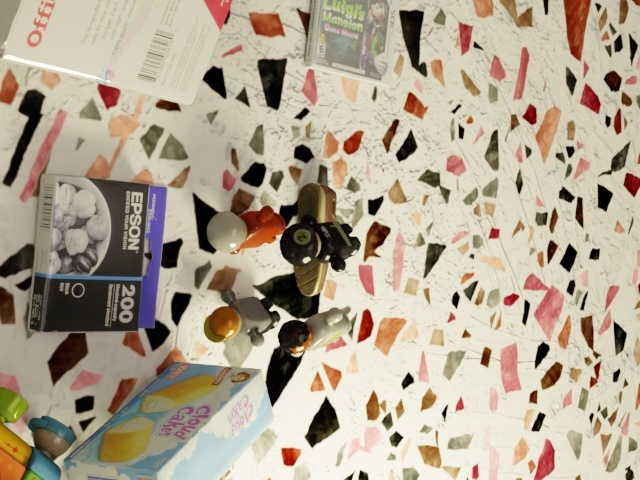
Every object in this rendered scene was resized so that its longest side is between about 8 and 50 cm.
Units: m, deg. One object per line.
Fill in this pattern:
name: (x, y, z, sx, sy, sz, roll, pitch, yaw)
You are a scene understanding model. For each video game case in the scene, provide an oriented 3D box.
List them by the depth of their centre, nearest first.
video game case: (0.056, -0.349, 1.772, 0.190, 0.022, 0.173, 5, 92, -45)

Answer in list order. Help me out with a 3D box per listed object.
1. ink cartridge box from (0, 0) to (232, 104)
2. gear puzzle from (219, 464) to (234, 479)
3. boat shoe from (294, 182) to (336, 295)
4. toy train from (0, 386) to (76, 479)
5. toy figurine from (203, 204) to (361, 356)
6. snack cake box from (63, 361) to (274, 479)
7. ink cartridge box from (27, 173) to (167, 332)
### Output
ink cartridge box: (-0.256, -0.310, 1.322, 0.306, 0.131, 0.226, 9, 110, -52)
gear puzzle: (-0.271, 0.384, 1.538, 0.338, 0.044, 0.176, 5, 94, -43)
boat shoe: (0.000, 0.000, 1.734, 0.060, 0.064, 0.178, 3, 91, -43)
toy train: (-0.411, 0.239, 1.337, 0.248, 0.105, 0.143, 51, 50, -36)
toy figurine: (-0.062, 0.059, 1.577, 0.148, 0.213, 0.210, -6, 105, -57)
snack cake box: (-0.195, 0.265, 1.464, 0.264, 0.152, 0.089, -41, 125, -55)
ink cartridge box: (-0.284, 0.021, 1.467, 0.208, 0.045, 0.206, 3, 93, -46)
